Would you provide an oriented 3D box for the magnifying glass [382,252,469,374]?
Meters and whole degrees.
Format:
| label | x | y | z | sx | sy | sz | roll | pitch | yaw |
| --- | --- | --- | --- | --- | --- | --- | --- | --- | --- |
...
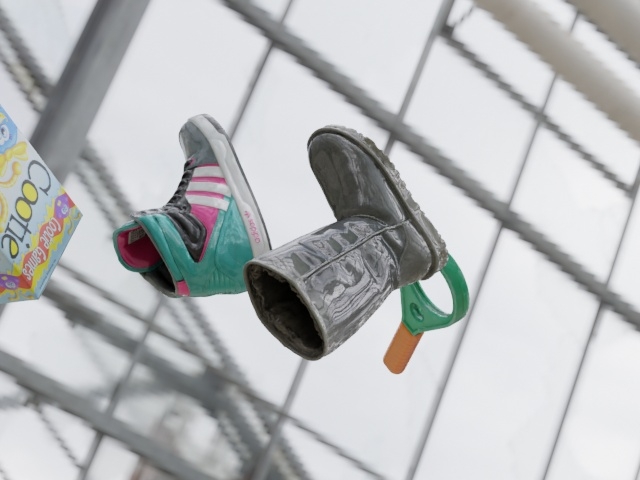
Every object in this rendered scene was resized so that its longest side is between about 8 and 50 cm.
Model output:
| label | x | y | z | sx | sy | sz | roll | pitch | yaw |
| --- | --- | --- | --- | --- | --- | --- | --- | --- | --- |
| magnifying glass | 0.103 | 0.078 | 1.929 | 0.092 | 0.026 | 0.231 | 51 | -26 | 18 |

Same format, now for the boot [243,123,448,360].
| label | x | y | z | sx | sy | sz | roll | pitch | yaw |
| --- | --- | --- | --- | --- | --- | --- | --- | --- | --- |
| boot | 0.000 | -0.002 | 1.598 | 0.189 | 0.208 | 0.076 | 48 | -44 | 15 |

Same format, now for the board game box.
| label | x | y | z | sx | sy | sz | roll | pitch | yaw |
| --- | --- | --- | --- | --- | --- | --- | --- | --- | --- |
| board game box | -0.424 | -0.066 | 2.111 | 0.144 | 0.142 | 0.275 | -7 | -47 | 31 |

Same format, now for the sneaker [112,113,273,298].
| label | x | y | z | sx | sy | sz | roll | pitch | yaw |
| --- | --- | --- | --- | --- | --- | --- | --- | --- | --- |
| sneaker | -0.179 | -0.033 | 2.297 | 0.178 | 0.295 | 0.123 | -15 | -44 | -11 |
